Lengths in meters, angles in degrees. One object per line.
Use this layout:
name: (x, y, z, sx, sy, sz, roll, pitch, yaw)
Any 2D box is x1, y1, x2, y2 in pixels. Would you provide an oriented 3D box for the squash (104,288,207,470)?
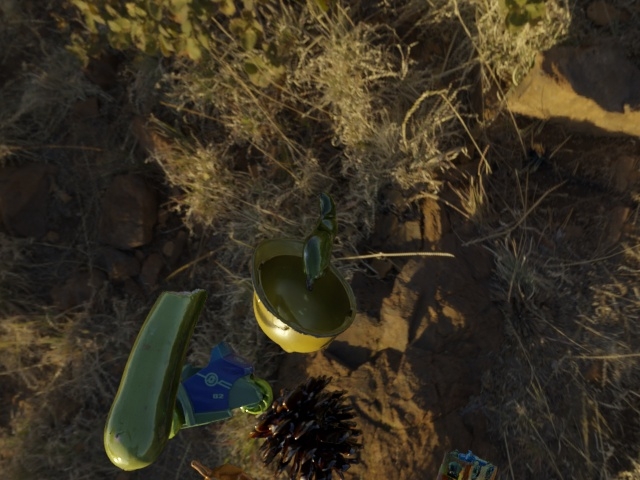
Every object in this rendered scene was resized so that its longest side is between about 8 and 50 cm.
squash: (-0.221, 0.176, 0.733, 0.083, 0.083, 0.250, 2, 64, 20)

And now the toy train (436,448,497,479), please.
toy train: (0.322, 0.523, 1.210, 0.072, 0.188, 0.099, 19, 83, 42)

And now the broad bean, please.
broad bean: (0.000, 0.000, 1.016, 0.048, 0.070, 0.213, -13, 49, 26)

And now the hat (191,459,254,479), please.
hat: (-0.224, 0.595, 1.228, 0.234, 0.244, 0.233, -34, 93, -7)

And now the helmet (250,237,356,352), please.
helmet: (-0.053, 0.130, 1.075, 0.257, 0.205, 0.140, 60, 138, 42)

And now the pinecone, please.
pinecone: (-0.015, 0.345, 0.970, 0.208, 0.208, 0.207, -3, 82, 20)

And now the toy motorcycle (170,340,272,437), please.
toy motorcycle: (-0.291, 0.377, 1.420, 0.327, 0.191, 0.199, -18, 84, 14)
